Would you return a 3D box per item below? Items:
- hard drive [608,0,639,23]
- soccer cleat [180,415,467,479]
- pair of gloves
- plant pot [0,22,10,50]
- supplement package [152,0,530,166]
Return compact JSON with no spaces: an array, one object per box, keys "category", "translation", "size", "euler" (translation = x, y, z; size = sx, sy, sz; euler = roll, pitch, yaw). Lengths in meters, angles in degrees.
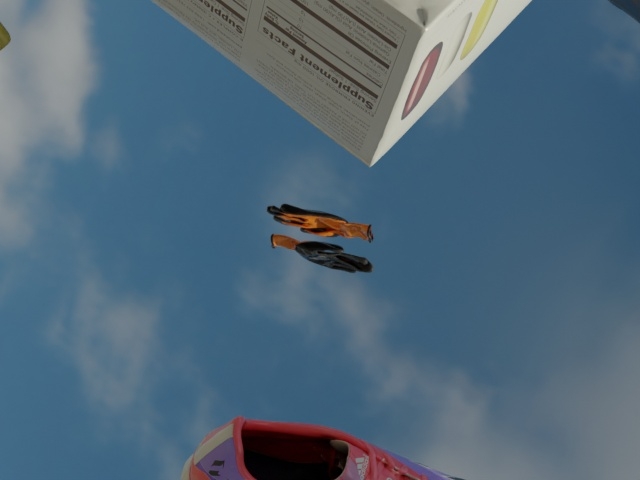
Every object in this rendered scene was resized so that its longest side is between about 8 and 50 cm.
[{"category":"hard drive","translation":[0.138,-0.150,0.330],"size":[0.237,0.064,0.339],"euler":[-32,-133,-8]},{"category":"soccer cleat","translation":[0.043,0.222,1.176],"size":[0.116,0.318,0.108],"euler":[123,-24,-49]},{"category":"pair of gloves","translation":[0.000,0.000,0.919],"size":[0.074,0.083,0.010],"euler":[14,-112,8]},{"category":"plant pot","translation":[-0.213,-0.116,0.647],"size":[0.081,0.083,0.081],"euler":[-42,-110,-12]},{"category":"supplement package","translation":[0.044,-0.218,0.850],"size":[0.204,0.262,0.145],"euler":[38,-28,9]}]
